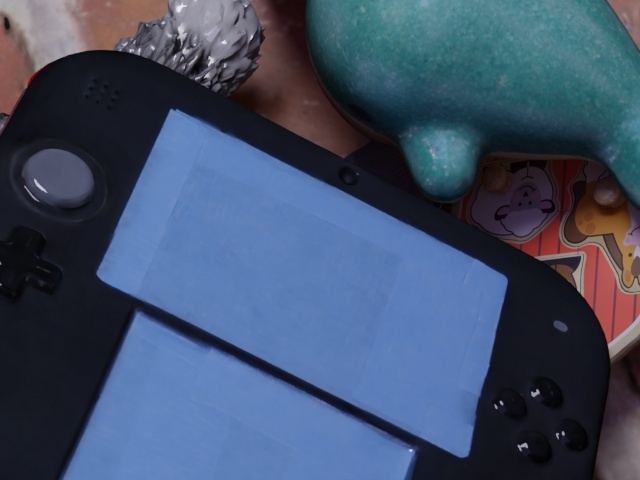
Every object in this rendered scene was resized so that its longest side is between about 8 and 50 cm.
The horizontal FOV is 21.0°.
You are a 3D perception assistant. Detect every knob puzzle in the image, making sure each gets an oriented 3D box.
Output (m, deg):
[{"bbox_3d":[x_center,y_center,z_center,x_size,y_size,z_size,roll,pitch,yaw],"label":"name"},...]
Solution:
[{"bbox_3d":[0.151,0.008,1.119,0.213,0.030,0.213,-16,61,31],"label":"knob puzzle"}]

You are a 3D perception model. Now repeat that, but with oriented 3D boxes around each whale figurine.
[{"bbox_3d":[0.122,-0.121,1.058,0.272,0.141,0.216,30,76,8],"label":"whale figurine"}]

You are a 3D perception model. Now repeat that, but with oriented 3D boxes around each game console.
[{"bbox_3d":[-0.026,0.076,0.944,0.387,0.060,0.342,27,42,-8],"label":"game console"}]

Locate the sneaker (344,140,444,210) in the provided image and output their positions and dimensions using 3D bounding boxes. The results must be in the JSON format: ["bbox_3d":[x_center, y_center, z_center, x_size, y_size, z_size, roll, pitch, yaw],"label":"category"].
[{"bbox_3d":[0.000,0.000,1.152,0.224,0.098,0.083,-44,72,-7],"label":"sneaker"}]

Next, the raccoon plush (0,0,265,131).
[{"bbox_3d":[-0.162,0.036,1.044,0.446,0.216,0.299,-47,50,0],"label":"raccoon plush"}]
